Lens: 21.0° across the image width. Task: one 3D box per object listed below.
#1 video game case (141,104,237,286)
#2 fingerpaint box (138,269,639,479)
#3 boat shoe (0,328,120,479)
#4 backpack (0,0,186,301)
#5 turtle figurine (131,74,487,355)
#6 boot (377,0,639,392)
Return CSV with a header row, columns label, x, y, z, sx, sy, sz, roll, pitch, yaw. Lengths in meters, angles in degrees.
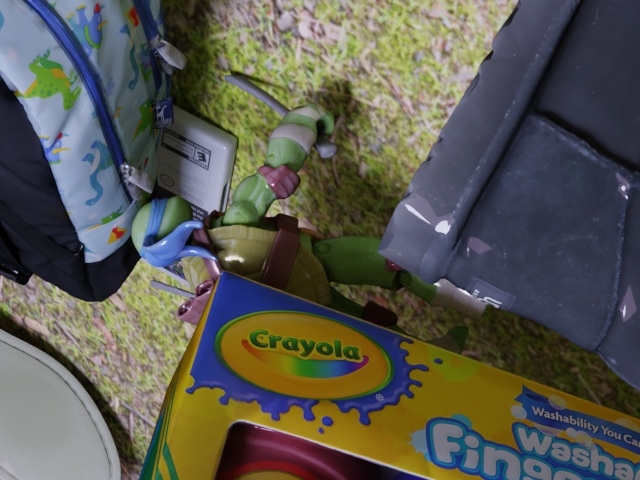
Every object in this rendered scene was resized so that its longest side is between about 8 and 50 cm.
label,x,y,z,sx,sy,sz,roll,pitch,yaw
video game case,-0.166,-0.061,1.511,0.190,0.022,0.173,28,133,16
fingerpaint box,0.081,0.265,1.133,0.445,0.371,0.163,21,137,-5
boat shoe,-0.336,0.164,1.779,0.340,0.127,0.113,34,165,11
backpack,-0.247,-0.144,1.294,0.290,0.273,0.355,34,172,17
turtle figurine,0.000,0.000,1.340,0.266,0.275,0.197,22,91,1
boot,0.312,-0.036,0.965,0.445,0.367,0.146,29,176,5
